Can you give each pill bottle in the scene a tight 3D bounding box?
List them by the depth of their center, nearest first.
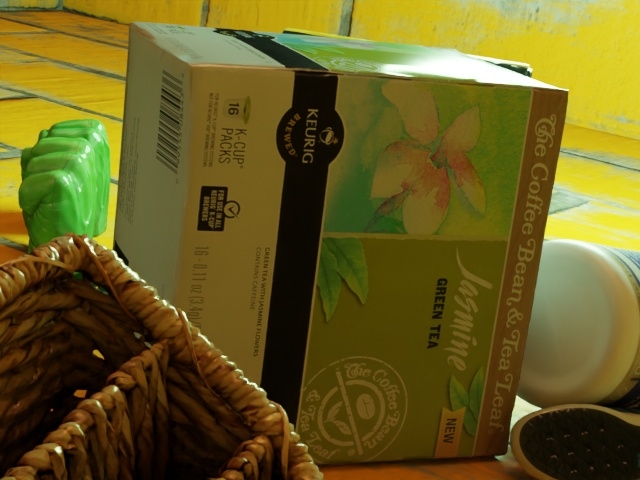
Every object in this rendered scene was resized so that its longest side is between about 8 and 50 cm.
[{"bbox_3d":[0.286,0.084,1.209,0.153,0.153,0.264,21,9,41],"label":"pill bottle"}]

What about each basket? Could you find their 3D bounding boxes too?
[{"bbox_3d":[-0.110,0.163,0.591,0.213,0.223,0.299,15,27,20],"label":"basket"}]

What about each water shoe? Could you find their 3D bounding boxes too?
[{"bbox_3d":[0.253,0.179,1.096,0.203,0.073,0.080,2,-11,-12],"label":"water shoe"}]

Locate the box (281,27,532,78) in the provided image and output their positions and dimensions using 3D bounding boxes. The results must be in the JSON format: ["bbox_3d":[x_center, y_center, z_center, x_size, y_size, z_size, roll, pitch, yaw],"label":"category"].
[{"bbox_3d":[0.075,-0.055,1.352,0.257,0.322,0.079,11,43,11],"label":"box"}]

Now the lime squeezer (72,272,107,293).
[{"bbox_3d":[-0.253,0.073,1.270,0.310,0.059,0.110,-3,48,-36],"label":"lime squeezer"}]

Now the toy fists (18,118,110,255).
[{"bbox_3d":[-0.308,-0.067,1.541,0.096,0.142,0.279,6,15,-3],"label":"toy fists"}]

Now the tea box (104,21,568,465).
[{"bbox_3d":[0.000,0.000,1.096,0.323,0.329,0.220,0,17,-22],"label":"tea box"}]
